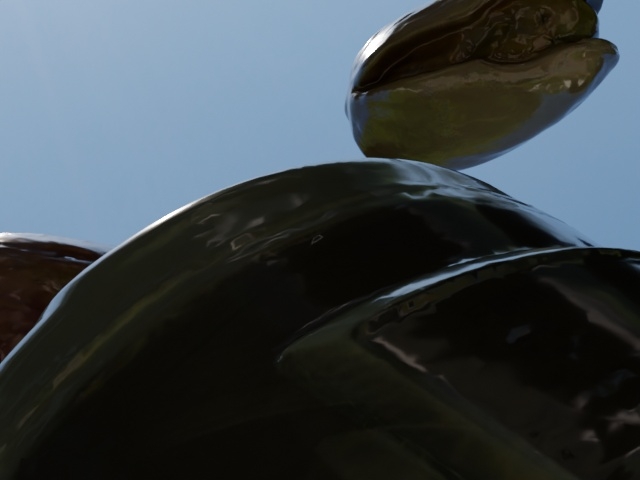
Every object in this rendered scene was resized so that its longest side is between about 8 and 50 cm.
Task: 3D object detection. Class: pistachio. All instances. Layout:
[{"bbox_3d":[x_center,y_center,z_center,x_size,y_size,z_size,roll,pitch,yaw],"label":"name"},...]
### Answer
[{"bbox_3d":[0.149,-0.152,1.490,0.197,0.288,0.166,16,-117,-57],"label":"pistachio"}]

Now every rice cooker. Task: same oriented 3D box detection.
[{"bbox_3d":[0.046,0.151,0.489,0.335,0.335,0.325,-20,-144,-29],"label":"rice cooker"}]

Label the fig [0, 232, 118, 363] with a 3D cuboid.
[{"bbox_3d":[-0.106,0.116,0.710,0.224,0.263,0.224,-13,-150,8],"label":"fig"}]
